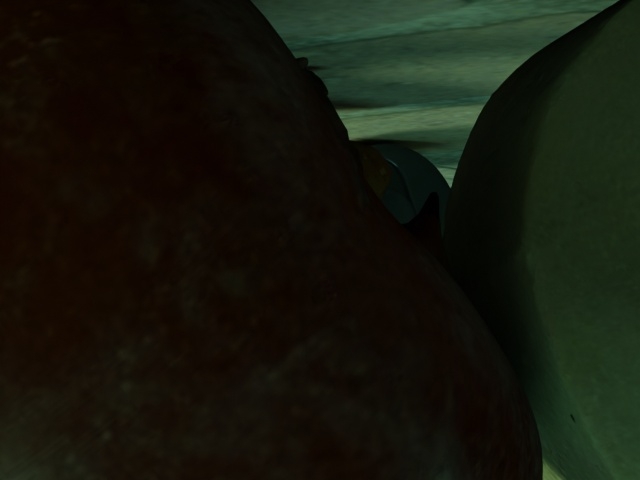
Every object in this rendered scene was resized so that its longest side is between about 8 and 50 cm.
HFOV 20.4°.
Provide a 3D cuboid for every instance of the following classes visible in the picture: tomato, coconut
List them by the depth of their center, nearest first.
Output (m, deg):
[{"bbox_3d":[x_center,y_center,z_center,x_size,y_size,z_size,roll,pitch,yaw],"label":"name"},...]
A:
[{"bbox_3d":[-0.071,0.046,0.512,0.227,0.270,0.270,-39,179,-6],"label":"tomato"},{"bbox_3d":[0.157,0.011,0.537,0.241,0.241,0.241,-2,176,0],"label":"coconut"}]

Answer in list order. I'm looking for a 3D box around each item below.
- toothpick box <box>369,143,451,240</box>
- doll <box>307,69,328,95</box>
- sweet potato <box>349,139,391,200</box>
[{"bbox_3d":[0.000,0.000,1.071,0.101,0.101,0.153,1,175,-33],"label":"toothpick box"},{"bbox_3d":[-0.066,0.008,0.781,0.165,0.139,0.057,-11,-177,-6],"label":"doll"},{"bbox_3d":[-0.083,-0.021,0.850,0.252,0.097,0.097,-5,177,-16],"label":"sweet potato"}]
